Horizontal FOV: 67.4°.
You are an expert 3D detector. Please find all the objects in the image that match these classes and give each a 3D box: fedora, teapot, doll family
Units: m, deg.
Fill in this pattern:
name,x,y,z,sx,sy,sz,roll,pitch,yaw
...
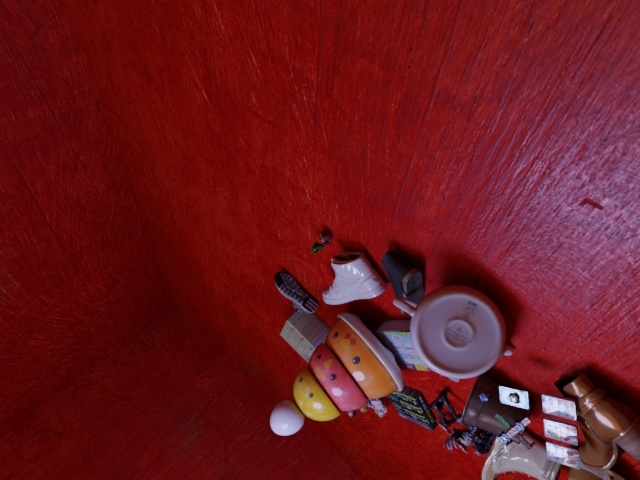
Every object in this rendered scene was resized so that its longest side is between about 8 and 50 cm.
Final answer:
name,x,y,z,sx,sy,sz,roll,pitch,yaw
fedora,0.748,0.662,1.316,0.194,0.079,0.194,30,161,12
teapot,0.351,0.230,1.267,0.187,0.252,0.256,6,-117,-79
doll family,0.210,0.723,2.173,0.263,0.118,0.163,-17,106,40

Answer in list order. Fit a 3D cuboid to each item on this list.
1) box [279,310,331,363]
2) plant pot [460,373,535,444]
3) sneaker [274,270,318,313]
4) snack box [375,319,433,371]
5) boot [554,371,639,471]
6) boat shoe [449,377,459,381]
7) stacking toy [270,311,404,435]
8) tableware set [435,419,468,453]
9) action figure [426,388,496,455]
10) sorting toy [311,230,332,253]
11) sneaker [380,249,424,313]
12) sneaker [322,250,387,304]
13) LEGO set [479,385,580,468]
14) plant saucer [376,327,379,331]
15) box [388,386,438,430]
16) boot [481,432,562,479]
name,x,y,z,sx,sy,sz,roll,pitch,yaw
box,-0.044,0.434,2.138,0.243,0.117,0.213,44,151,11
plant pot,0.519,0.495,1.398,0.165,0.167,0.167,22,142,28
sneaker,-0.117,0.237,2.035,0.229,0.086,0.132,44,154,7
snack box,0.305,0.347,1.595,0.174,0.070,0.207,54,150,-11
boot,0.662,0.448,1.194,0.220,0.109,0.283,46,163,21
boat shoe,0.368,0.315,1.459,0.254,0.079,0.095,57,152,-10
stacking toy,0.028,0.523,1.707,0.350,0.480,0.350,49,169,13
tableware set,0.487,0.719,1.783,0.141,0.020,0.168,41,178,15
action figure,0.489,0.655,1.646,0.276,0.141,0.164,42,139,16
sorting toy,0.000,0.000,1.608,0.102,0.061,0.042,-44,72,35
sneaker,0.240,0.121,1.421,0.118,0.083,0.222,48,159,35
sneaker,0.078,0.116,1.606,0.292,0.108,0.169,-21,106,50
LEGO set,0.537,0.459,1.238,0.244,0.060,0.182,0,103,44
plant saucer,0.277,0.394,1.747,0.192,0.018,0.067,51,151,-3
box,0.359,0.661,1.932,0.191,0.045,0.184,2,125,55
boot,0.633,0.715,1.508,0.203,0.095,0.262,25,116,31
